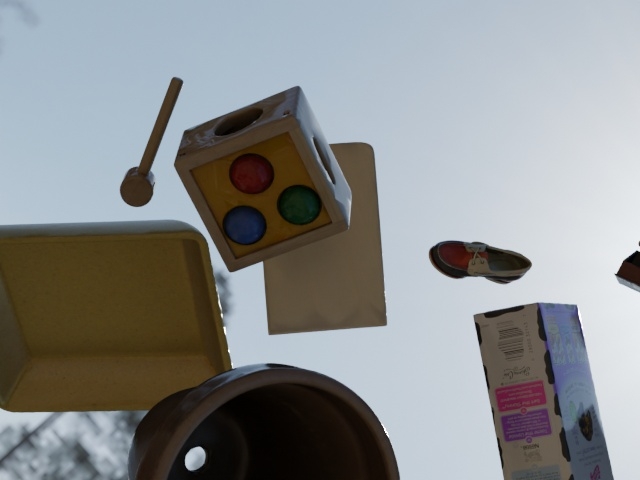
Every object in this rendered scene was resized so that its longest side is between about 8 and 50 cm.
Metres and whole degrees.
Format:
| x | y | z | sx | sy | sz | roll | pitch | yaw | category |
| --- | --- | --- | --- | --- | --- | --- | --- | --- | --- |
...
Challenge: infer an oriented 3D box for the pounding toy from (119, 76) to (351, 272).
| x | y | z | sx | sy | sz | roll | pitch | yaw | category |
| --- | --- | --- | --- | --- | --- | --- | --- | --- | --- |
| -0.101 | -0.065 | 1.513 | 0.094 | 0.206 | 0.181 | -84 | 151 | -63 | pounding toy |

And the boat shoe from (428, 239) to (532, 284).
| x | y | z | sx | sy | sz | roll | pitch | yaw | category |
| --- | --- | --- | --- | --- | --- | --- | --- | --- | --- |
| 0.196 | 0.024 | 1.949 | 0.137 | 0.049 | 0.043 | 13 | -24 | -29 | boat shoe |

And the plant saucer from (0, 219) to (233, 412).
| x | y | z | sx | sy | sz | roll | pitch | yaw | category |
| --- | --- | --- | --- | --- | --- | --- | --- | --- | --- |
| -0.283 | 0.086 | 2.025 | 0.332 | 0.081 | 0.333 | -1 | -45 | 6 | plant saucer |

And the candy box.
| x | y | z | sx | sy | sz | roll | pitch | yaw | category |
| --- | --- | --- | --- | --- | --- | --- | --- | --- | --- |
| 0.222 | 0.163 | 1.558 | 0.165 | 0.070 | 0.196 | 9 | 69 | -67 | candy box |

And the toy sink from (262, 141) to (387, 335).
| x | y | z | sx | sy | sz | roll | pitch | yaw | category |
| --- | --- | --- | --- | --- | --- | --- | --- | --- | --- |
| 0.000 | 0.000 | 2.031 | 0.131 | 0.152 | 0.234 | 102 | -17 | -88 | toy sink |

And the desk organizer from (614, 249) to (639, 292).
| x | y | z | sx | sy | sz | roll | pitch | yaw | category |
| --- | --- | --- | --- | --- | --- | --- | --- | --- | --- |
| 0.444 | 0.053 | 2.006 | 0.130 | 0.050 | 0.047 | 26 | -7 | 23 | desk organizer |

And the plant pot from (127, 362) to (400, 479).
| x | y | z | sx | sy | sz | roll | pitch | yaw | category |
| --- | --- | --- | --- | --- | --- | --- | --- | --- | --- |
| -0.087 | 0.236 | 1.551 | 0.263 | 0.263 | 0.229 | 56 | -18 | -21 | plant pot |

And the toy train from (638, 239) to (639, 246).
| x | y | z | sx | sy | sz | roll | pitch | yaw | category |
| --- | --- | --- | --- | --- | --- | --- | --- | --- | --- |
| 0.510 | -0.017 | 2.251 | 0.046 | 0.166 | 0.125 | 54 | -50 | 13 | toy train |
